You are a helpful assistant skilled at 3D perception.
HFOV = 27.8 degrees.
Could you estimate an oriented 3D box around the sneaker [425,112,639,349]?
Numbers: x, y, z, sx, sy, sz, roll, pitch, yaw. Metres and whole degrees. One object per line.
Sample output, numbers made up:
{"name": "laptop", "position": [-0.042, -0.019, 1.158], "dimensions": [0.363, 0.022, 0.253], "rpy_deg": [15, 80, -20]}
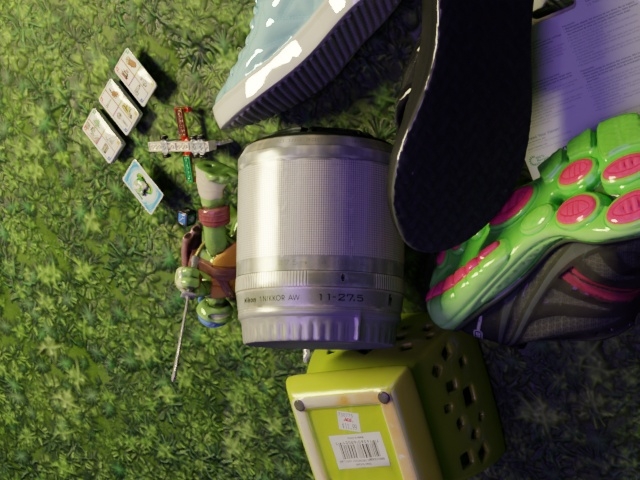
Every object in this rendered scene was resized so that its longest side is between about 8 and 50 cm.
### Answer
{"name": "sneaker", "position": [0.334, 0.002, 1.549], "dimensions": [0.202, 0.185, 0.483], "rpy_deg": [30, 146, -22]}

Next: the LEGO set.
{"name": "LEGO set", "position": [-0.240, -0.144, 1.931], "dimensions": [0.244, 0.060, 0.182], "rpy_deg": [50, 130, 16]}

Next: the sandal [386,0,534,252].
{"name": "sandal", "position": [0.170, -0.206, 1.541], "dimensions": [0.107, 0.167, 0.446], "rpy_deg": [-135, 52, -67]}

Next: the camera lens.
{"name": "camera lens", "position": [0.000, 0.000, 1.679], "dimensions": [0.219, 0.219, 0.274], "rpy_deg": [-4, 81, 33]}

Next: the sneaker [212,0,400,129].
{"name": "sneaker", "position": [-0.036, -0.285, 1.692], "dimensions": [0.366, 0.135, 0.150], "rpy_deg": [-38, 72, 39]}

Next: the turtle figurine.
{"name": "turtle figurine", "position": [-0.104, 0.031, 1.819], "dimensions": [0.197, 0.275, 0.266], "rpy_deg": [5, 111, -7]}

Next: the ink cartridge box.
{"name": "ink cartridge box", "position": [0.316, -0.206, 1.549], "dimensions": [0.223, 0.045, 0.224], "rpy_deg": [-18, 99, 36]}

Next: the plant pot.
{"name": "plant pot", "position": [0.095, 0.241, 1.770], "dimensions": [0.228, 0.207, 0.227], "rpy_deg": [-9, 104, 33]}
